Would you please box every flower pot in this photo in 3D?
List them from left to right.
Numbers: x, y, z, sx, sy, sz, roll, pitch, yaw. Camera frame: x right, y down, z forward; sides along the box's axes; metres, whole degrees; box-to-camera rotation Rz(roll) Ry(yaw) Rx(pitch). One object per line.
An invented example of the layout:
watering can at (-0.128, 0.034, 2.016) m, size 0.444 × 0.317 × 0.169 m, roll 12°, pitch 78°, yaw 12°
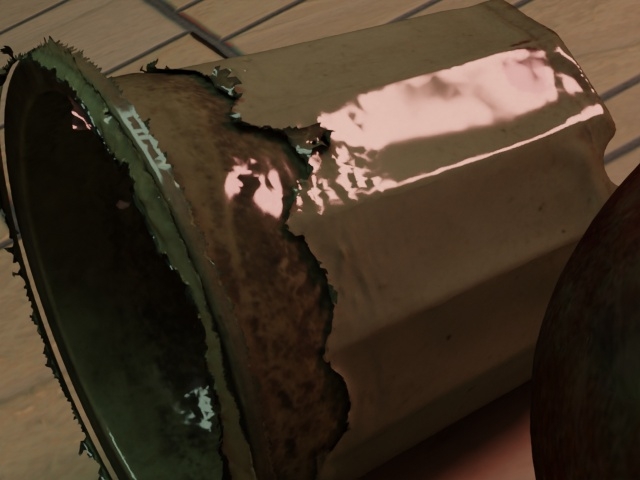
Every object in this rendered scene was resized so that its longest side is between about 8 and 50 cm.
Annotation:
flower pot at (0.000, 0.000, 0.922) m, size 0.259 × 0.290 × 0.290 m, roll -22°, pitch 23°, yaw -21°

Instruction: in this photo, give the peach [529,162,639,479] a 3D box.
peach at (0.193, 0.063, 0.650) m, size 0.252 × 0.252 × 0.252 m, roll -19°, pitch 25°, yaw 9°
